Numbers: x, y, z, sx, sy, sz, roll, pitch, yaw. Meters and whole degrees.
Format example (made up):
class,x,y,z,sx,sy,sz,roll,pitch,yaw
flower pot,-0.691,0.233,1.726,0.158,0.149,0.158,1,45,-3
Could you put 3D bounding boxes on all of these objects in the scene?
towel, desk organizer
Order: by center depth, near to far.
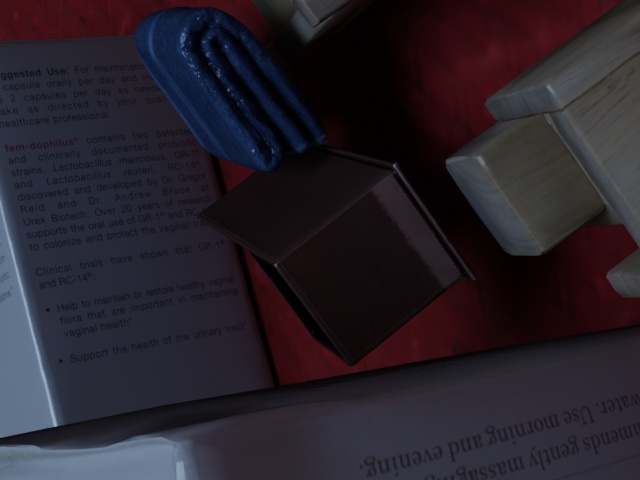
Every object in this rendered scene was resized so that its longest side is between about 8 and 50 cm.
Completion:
class,x,y,z,sx,sy,sz,roll,pitch,yaw
desk organizer,0.000,0.000,0.515,0.047,0.050,0.130,54,172,-16
towel,-0.038,-0.060,0.552,0.067,0.029,0.119,54,173,-15

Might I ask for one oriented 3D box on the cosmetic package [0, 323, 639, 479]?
class,x,y,z,sx,sy,sz,roll,pitch,yaw
cosmetic package,0.046,0.227,0.416,0.156,0.217,0.385,-15,83,53

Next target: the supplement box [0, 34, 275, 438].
class,x,y,z,sx,sy,sz,roll,pitch,yaw
supplement box,-0.107,0.028,0.664,0.111,0.114,0.220,-28,76,53

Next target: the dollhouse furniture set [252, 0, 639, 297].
class,x,y,z,sx,sy,sz,roll,pitch,yaw
dollhouse furniture set,0.036,-0.148,0.486,0.303,0.174,0.355,55,171,-5
